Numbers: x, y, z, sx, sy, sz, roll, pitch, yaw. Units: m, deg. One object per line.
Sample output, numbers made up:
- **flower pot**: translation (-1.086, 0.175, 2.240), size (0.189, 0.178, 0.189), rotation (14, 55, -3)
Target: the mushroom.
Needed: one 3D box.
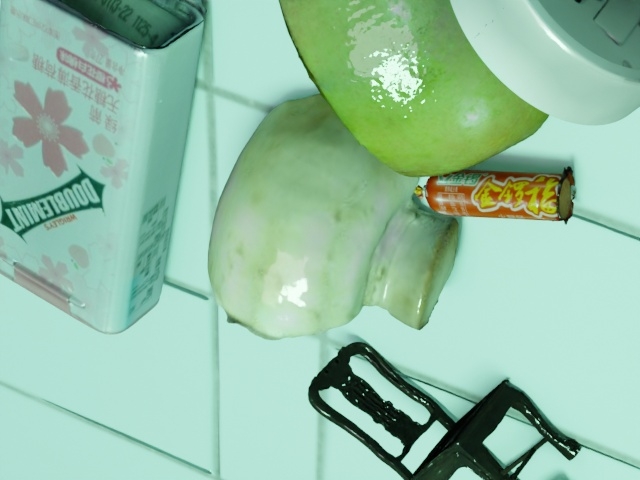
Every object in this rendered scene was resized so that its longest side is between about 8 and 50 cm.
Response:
- **mushroom**: translation (-0.006, -0.016, 1.685), size (0.236, 0.162, 0.173), rotation (21, 132, 21)

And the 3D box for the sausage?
- **sausage**: translation (0.146, -0.042, 1.629), size (0.145, 0.048, 0.050), rotation (4, 117, 29)

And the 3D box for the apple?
- **apple**: translation (0.079, -0.168, 1.552), size (0.193, 0.120, 0.265), rotation (-23, 109, 34)

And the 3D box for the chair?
- **chair**: translation (0.110, 0.171, 1.773), size (0.229, 0.106, 0.113), rotation (43, 136, 2)

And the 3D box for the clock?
- **clock**: translation (0.188, -0.185, 1.396), size (0.197, 0.197, 0.068), rotation (49, 137, -3)

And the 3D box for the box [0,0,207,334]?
- **box**: translation (-0.224, -0.100, 1.829), size (0.190, 0.112, 0.370), rotation (29, 131, 17)
